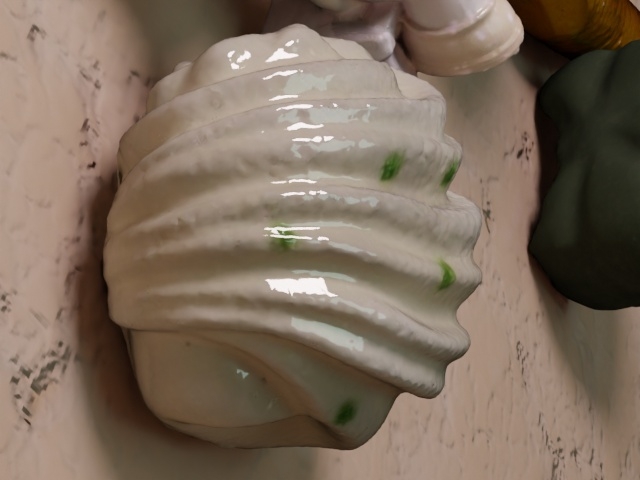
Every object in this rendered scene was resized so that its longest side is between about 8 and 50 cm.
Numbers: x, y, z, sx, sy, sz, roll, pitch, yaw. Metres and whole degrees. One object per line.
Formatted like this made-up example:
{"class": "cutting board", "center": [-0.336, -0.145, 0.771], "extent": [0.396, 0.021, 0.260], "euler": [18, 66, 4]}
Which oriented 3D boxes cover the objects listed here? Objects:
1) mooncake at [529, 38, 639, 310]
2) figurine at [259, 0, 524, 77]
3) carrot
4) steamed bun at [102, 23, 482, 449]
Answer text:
{"class": "mooncake", "center": [0.195, -0.045, 1.069], "extent": [0.104, 0.168, 0.175], "euler": [30, 21, -36]}
{"class": "figurine", "center": [-0.013, -0.183, 0.708], "extent": [0.182, 0.144, 0.257], "euler": [-57, 136, -27]}
{"class": "carrot", "center": [0.197, -0.139, 1.175], "extent": [0.314, 0.066, 0.066], "euler": [21, 62, -63]}
{"class": "steamed bun", "center": [0.000, 0.000, 0.655], "extent": [0.183, 0.106, 0.183], "euler": [-7, 98, -58]}
